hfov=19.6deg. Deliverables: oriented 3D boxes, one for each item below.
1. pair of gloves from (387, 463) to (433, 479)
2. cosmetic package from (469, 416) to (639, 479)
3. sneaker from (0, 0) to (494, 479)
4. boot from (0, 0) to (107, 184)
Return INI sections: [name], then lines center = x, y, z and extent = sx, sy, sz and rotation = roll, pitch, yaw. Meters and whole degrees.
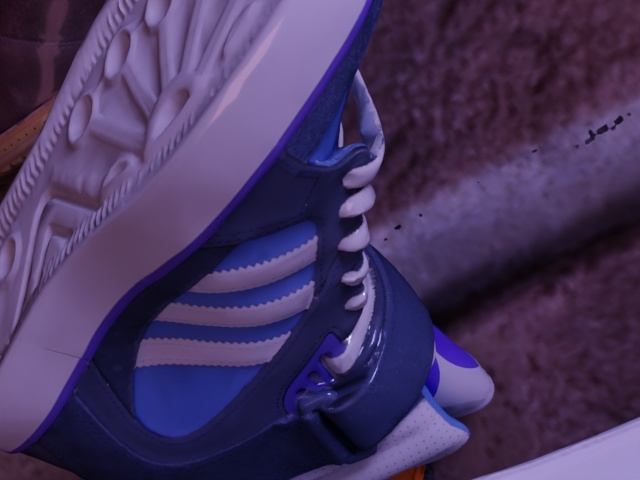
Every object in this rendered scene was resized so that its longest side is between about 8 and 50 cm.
[pair of gloves]
center = 0.059, 0.132, 0.922
extent = 0.083, 0.010, 0.074
rotation = 29, 122, 10
[cosmetic package]
center = 0.098, 0.301, 0.697
extent = 0.329, 0.327, 0.393
rotation = -38, 72, 42
[sneaker]
center = 0.000, 0.001, 0.804
extent = 0.236, 0.130, 0.323
rotation = 17, 128, -30
[boot]
center = -0.127, -0.158, 0.849
extent = 0.248, 0.090, 0.207
rotation = -36, 83, 35
